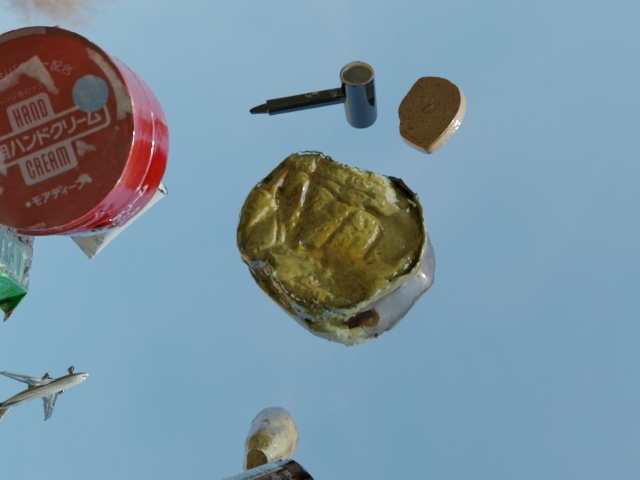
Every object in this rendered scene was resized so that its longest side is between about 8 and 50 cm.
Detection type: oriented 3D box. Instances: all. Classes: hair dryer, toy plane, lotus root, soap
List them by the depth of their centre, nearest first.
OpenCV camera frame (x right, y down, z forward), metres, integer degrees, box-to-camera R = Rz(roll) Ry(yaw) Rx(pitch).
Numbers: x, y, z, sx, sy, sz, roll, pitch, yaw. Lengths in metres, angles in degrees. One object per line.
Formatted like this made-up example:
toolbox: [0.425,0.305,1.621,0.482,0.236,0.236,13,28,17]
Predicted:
soap: [-0.628,-0.013,1.626,0.098,0.273,0.218,-24,-133,15]
lotus root: [-0.092,0.377,1.677,0.097,0.258,0.110,8,-84,3]
hair dryer: [-0.012,-0.270,1.804,0.255,0.128,0.070,-10,-128,4]
toy plane: [-0.621,0.334,2.003,0.226,0.226,0.058,-28,-129,-7]

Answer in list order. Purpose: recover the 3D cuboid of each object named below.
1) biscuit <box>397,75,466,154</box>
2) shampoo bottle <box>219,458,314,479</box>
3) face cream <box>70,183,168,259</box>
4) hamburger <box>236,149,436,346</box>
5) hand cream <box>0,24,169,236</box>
biscuit: [0.220,-0.253,1.792,0.142,0.029,0.221,-23,-139,20]
shampoo bottle: [-0.158,0.367,1.144,0.129,0.323,0.084,23,-61,51]
face cream: [-0.458,-0.060,2.050,0.243,0.092,0.058,-35,-167,8]
hamburger: [0.026,0.008,1.335,0.285,0.134,0.265,43,-106,13]
hand cream: [-0.290,-0.115,1.012,0.230,0.149,0.230,0,-90,5]
